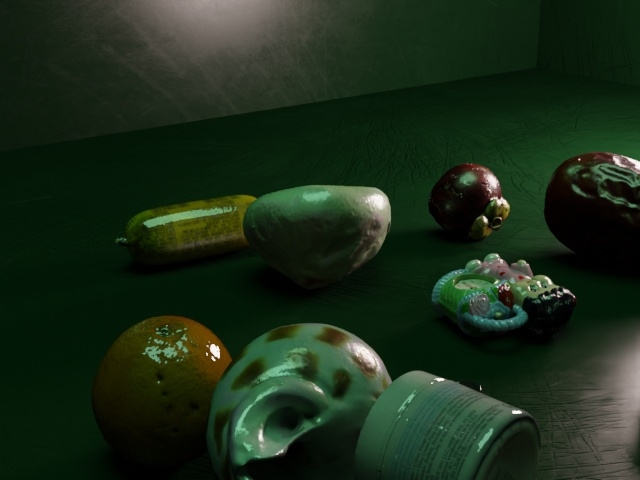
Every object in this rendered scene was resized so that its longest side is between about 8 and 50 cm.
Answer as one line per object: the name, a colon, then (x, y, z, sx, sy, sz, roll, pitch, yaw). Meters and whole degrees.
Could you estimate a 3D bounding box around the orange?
orange: (-0.205, 0.199, 1.137, 0.206, 0.206, 0.206, -1, 21, 1)

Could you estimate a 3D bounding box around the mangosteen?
mangosteen: (0.335, -0.079, 1.891, 0.166, 0.166, 0.180, -18, 53, -36)

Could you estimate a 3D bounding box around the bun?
bun: (0.000, 0.000, 1.665, 0.293, 0.187, 0.293, -6, -6, -1)

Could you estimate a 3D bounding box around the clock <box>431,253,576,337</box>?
clock: (0.319, 0.107, 1.483, 0.194, 0.100, 0.195, -18, 24, -28)

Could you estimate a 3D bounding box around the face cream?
face cream: (0.150, 0.257, 0.991, 0.153, 0.177, 0.177, 18, 29, 39)

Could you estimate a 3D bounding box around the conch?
conch: (-0.013, 0.229, 1.069, 0.197, 0.249, 0.368, -20, -13, 42)

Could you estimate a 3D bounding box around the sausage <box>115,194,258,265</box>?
sausage: (-0.262, -0.022, 1.814, 0.347, 0.123, 0.123, -11, 23, -23)

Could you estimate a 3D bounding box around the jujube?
jujube: (0.611, -0.053, 1.720, 0.318, 0.223, 0.223, 21, 29, 26)

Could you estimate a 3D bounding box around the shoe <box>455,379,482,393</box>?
shoe: (0.154, 0.261, 1.170, 0.179, 0.049, 0.071, -39, 33, -29)
